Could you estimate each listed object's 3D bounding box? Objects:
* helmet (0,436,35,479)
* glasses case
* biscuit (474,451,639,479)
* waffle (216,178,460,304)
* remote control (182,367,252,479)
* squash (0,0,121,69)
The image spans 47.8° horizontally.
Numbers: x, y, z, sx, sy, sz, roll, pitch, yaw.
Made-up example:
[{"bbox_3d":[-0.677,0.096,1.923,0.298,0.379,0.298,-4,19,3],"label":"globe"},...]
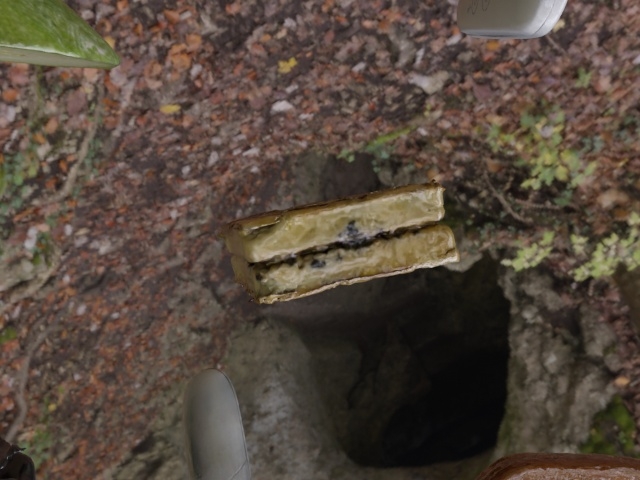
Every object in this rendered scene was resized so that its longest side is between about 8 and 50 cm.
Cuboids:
[{"bbox_3d":[-0.402,0.248,0.677,0.253,0.154,0.198,9,174,-15],"label":"helmet"},{"bbox_3d":[0.210,-0.274,0.810,0.059,0.233,0.092,10,105,-12],"label":"glasses case"},{"bbox_3d":[0.257,0.330,0.675,0.277,0.262,0.052,-1,180,3],"label":"biscuit"},{"bbox_3d":[0.000,-0.001,0.822,0.213,0.091,0.308,-12,-178,-11],"label":"waffle"},{"bbox_3d":[-0.105,0.237,0.716,0.073,0.229,0.044,-29,149,30],"label":"remote control"},{"bbox_3d":[-0.301,-0.148,0.505,0.189,0.189,0.260,-40,115,20],"label":"squash"}]
